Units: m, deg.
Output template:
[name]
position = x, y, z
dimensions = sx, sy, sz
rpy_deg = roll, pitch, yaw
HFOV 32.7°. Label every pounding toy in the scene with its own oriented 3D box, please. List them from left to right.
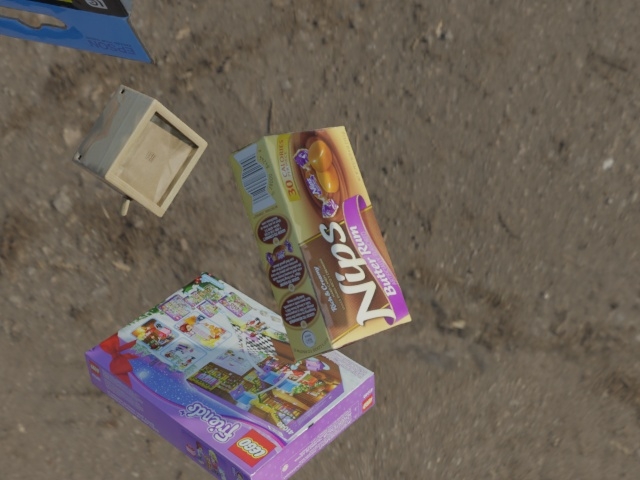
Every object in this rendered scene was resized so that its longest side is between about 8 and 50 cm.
[pounding toy]
position = -0.225, -0.098, 1.337
dimensions = 0.100, 0.141, 0.130
rpy_deg = 27, 82, 39

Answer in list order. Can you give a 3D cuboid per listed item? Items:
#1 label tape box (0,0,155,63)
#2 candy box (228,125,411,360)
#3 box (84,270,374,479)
[label tape box]
position = -0.273, -0.288, 0.864
dimensions = 0.240, 0.334, 0.106
rpy_deg = 14, 72, 17
[candy box]
position = 0.000, 0.000, 0.942
dimensions = 0.109, 0.053, 0.187
rpy_deg = -13, 81, -48
[box]
position = -0.110, 0.164, 1.292
dimensions = 0.293, 0.057, 0.201
rpy_deg = 29, 48, 34
